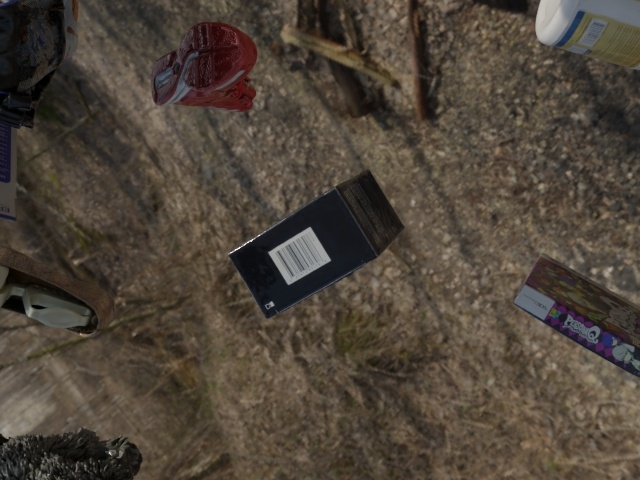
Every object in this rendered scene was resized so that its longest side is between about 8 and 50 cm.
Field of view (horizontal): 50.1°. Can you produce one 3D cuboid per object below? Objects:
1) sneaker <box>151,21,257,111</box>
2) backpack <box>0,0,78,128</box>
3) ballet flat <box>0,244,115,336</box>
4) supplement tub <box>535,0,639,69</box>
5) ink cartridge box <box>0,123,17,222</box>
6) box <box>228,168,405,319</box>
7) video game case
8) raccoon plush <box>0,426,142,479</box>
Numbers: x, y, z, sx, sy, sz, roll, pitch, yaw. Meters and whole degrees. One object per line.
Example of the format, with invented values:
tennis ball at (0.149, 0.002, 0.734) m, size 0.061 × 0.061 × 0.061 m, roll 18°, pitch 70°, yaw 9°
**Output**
sneaker at (-0.118, -0.220, 0.886) m, size 0.221 × 0.128 × 0.087 m, roll 3°, pitch 94°, yaw 50°
backpack at (-0.403, -0.276, 0.773) m, size 0.277 × 0.263 × 0.213 m, roll 17°, pitch 111°, yaw -4°
ballet flat at (-0.506, 0.086, 1.168) m, size 0.316 × 0.107 × 0.106 m, roll 19°, pitch -157°, yaw -16°
supplement tub at (0.428, -0.328, 0.978) m, size 0.200 × 0.144 × 0.144 m, roll 15°, pitch 152°, yaw -2°
ink cartridge box at (-0.471, -0.137, 0.855) m, size 0.065 × 0.165 × 0.332 m, roll -49°, pitch 42°, yaw 27°
box at (0.000, 0.000, 0.815) m, size 0.156 × 0.158 × 0.093 m, roll -30°, pitch 92°, yaw 21°
video game case at (0.415, 0.108, 1.061) m, size 0.210 × 0.232 × 0.041 m, roll 31°, pitch 112°, yaw 16°
raccoon plush at (-0.422, 0.379, 0.911) m, size 0.446 × 0.216 × 0.299 m, roll 10°, pitch 175°, yaw -11°
